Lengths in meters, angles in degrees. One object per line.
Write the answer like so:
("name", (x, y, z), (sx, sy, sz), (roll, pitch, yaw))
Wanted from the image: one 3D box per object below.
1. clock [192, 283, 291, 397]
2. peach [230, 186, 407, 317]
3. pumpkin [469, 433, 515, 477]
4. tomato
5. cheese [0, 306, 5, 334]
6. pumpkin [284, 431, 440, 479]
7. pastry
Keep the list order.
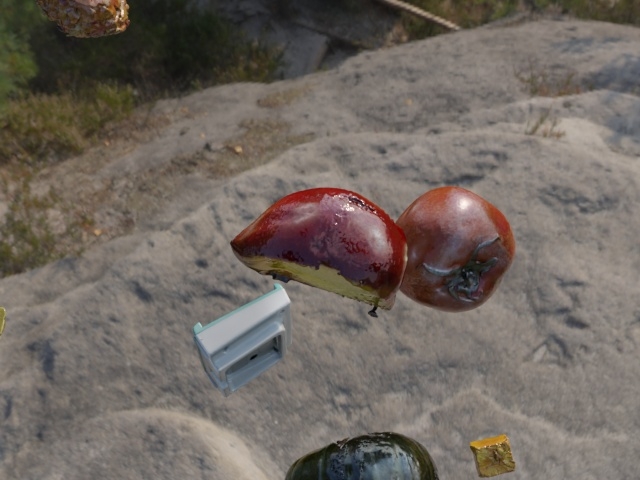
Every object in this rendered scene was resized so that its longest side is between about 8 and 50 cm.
("clock", (-0.165, 0.243, 1.755), (0.231, 0.262, 0.116), (-27, 65, -16))
("peach", (0.004, -0.005, 1.139), (0.267, 0.158, 0.153), (17, 70, 4))
("pumpkin", (0.350, 0.440, 1.533), (0.083, 0.054, 0.074), (-14, 97, -1))
("tomato", (0.226, 0.010, 1.335), (0.232, 0.232, 0.188), (-28, 34, -8))
("cheese", (-0.552, 0.119, 1.066), (0.250, 0.064, 0.156), (0, 73, 22))
("pumpkin", (0.077, 0.502, 1.458), (0.321, 0.320, 0.192), (-8, 50, 4))
("pastry", (-0.225, -0.244, 0.625), (0.063, 0.169, 0.087), (-19, 16, 21))
